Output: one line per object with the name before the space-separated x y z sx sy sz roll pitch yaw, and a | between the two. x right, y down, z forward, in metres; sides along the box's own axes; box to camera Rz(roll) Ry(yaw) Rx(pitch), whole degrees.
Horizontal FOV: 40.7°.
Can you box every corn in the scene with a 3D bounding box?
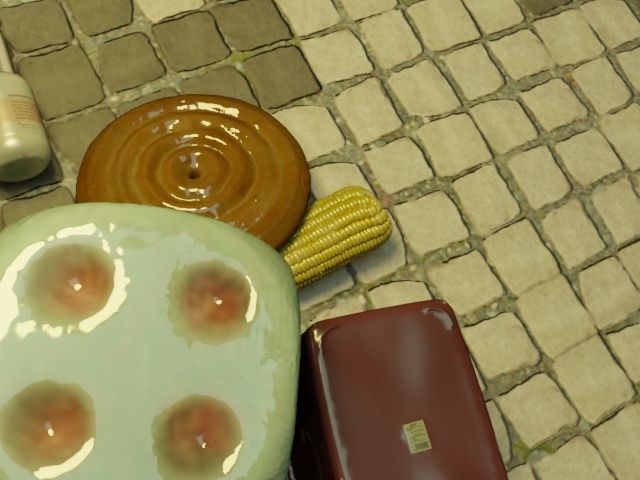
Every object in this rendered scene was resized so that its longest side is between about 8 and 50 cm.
corn | 0.000 0.000 0.974 0.165 0.063 0.085 -32 93 -21

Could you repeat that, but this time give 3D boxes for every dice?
dice | -0.166 0.135 0.767 0.262 0.265 0.268 7 66 -11

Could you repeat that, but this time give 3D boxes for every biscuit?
biscuit | -0.140 -0.068 0.951 0.262 0.037 0.262 2 57 -3

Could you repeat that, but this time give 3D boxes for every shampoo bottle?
shampoo bottle | -0.354 -0.160 0.948 0.074 0.074 0.192 -17 74 -19

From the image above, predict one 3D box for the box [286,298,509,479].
box | 0.069 0.204 0.850 0.193 0.167 0.294 -9 71 -18
